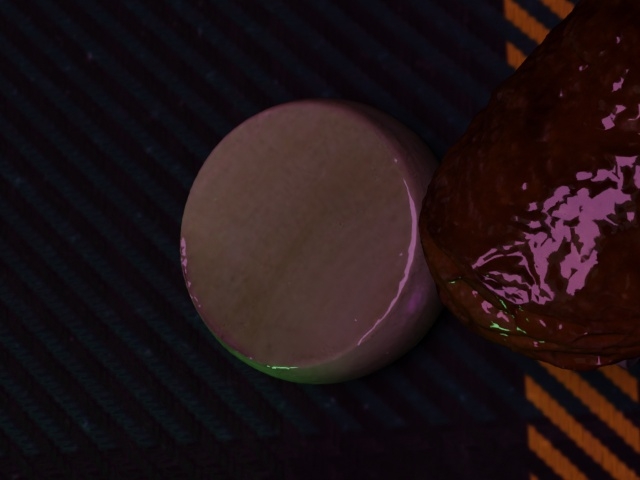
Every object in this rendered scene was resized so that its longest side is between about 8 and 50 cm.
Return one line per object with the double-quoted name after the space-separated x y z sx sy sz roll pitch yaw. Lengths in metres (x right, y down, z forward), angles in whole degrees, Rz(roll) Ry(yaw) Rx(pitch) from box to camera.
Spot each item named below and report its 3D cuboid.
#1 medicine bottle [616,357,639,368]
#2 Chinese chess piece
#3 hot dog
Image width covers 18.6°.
0.223 0.067 1.603 0.089 0.052 0.052 26 93 27 "medicine bottle"
0.000 0.000 1.694 0.250 0.101 0.250 -4 80 25 "Chinese chess piece"
0.251 -0.069 1.545 0.387 0.174 0.267 -48 61 4 "hot dog"
